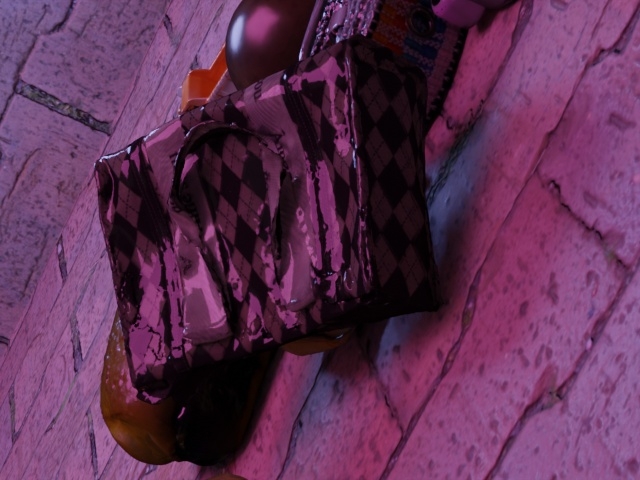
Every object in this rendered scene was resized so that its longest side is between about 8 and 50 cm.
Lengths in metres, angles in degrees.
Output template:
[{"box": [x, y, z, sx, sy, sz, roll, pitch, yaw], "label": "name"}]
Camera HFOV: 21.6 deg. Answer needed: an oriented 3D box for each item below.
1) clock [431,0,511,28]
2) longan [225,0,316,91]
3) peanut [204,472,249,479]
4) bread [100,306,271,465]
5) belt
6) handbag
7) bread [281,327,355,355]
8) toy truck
[{"box": [0.207, -0.382, 1.926, 0.227, 0.090, 0.248, -37, 35, 57], "label": "clock"}, {"box": [-0.031, -0.269, 2.298, 0.220, 0.196, 0.196, -56, 20, 25], "label": "longan"}, {"box": [-0.104, 0.342, 1.843, 0.147, 0.147, 0.305, -64, 14, 9], "label": "peanut"}, {"box": [-0.168, 0.113, 2.223, 0.251, 0.208, 0.376, 155, 132, -71], "label": "bread"}, {"box": [0.066, -0.249, 2.042, 0.207, 0.160, 0.295, -7, 62, 70], "label": "belt"}, {"box": [-0.063, -0.004, 1.862, 0.416, 0.180, 0.317, -20, 66, 37], "label": "handbag"}, {"box": [0.000, 0.000, 1.962, 0.178, 0.135, 0.240, -24, 43, 65], "label": "bread"}, {"box": [-0.133, -0.250, 2.652, 0.270, 0.135, 0.114, -55, 22, 31], "label": "toy truck"}]
